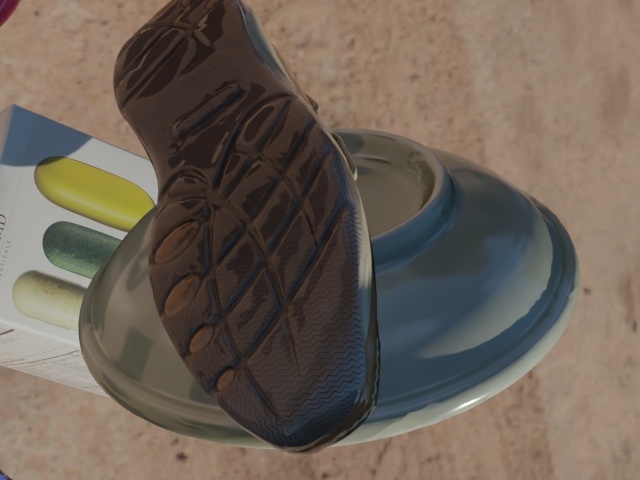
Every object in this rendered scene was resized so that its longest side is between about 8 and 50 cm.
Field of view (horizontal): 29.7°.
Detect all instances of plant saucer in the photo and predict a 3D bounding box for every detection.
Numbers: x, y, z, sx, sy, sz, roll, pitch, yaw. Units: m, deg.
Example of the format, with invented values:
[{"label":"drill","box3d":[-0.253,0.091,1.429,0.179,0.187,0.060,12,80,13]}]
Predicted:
[{"label":"plant saucer","box3d":[0.000,0.000,0.950,0.400,0.400,0.101,-41,133,-43]}]

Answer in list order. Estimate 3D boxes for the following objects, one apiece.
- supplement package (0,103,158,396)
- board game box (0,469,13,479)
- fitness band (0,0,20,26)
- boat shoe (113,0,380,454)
[{"label":"supplement package","box3d":[-0.244,0.024,1.185,0.262,0.198,0.199,22,68,-32]},{"label":"board game box","box3d":[-0.379,0.314,1.089,0.232,0.291,0.141,50,38,-27]},{"label":"fitness band","box3d":[-0.414,-0.275,1.131,0.054,0.290,0.209,73,25,-76]},{"label":"boat shoe","box3d":[-0.024,-0.017,0.669,0.116,0.123,0.324,44,21,-44]}]
